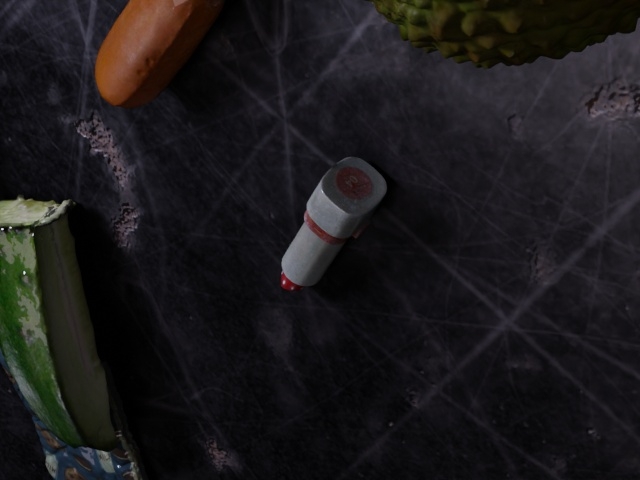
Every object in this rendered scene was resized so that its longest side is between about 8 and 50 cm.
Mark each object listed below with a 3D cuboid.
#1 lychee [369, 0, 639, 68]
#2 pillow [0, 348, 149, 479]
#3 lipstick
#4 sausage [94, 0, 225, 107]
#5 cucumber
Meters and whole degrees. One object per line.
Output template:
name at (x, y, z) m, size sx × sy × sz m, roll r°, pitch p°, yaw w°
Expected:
lychee at (0.138, -0.247, 0.797) m, size 0.320 × 0.270 × 0.270 m, roll -28°, pitch 101°, yaw 38°
pillow at (-0.303, 0.239, 1.663) m, size 0.189 × 0.034 × 0.255 m, roll 6°, pitch 125°, yaw 37°
lipstick at (0.001, 0.001, 1.236) m, size 0.057 × 0.063 × 0.186 m, roll 42°, pitch 143°, yaw 7°
sausage at (-0.145, -0.192, 1.196) m, size 0.076 × 0.076 × 0.197 m, roll 47°, pitch 135°, yaw -1°
cucumber at (-0.319, 0.110, 1.505) m, size 0.145 × 0.105 × 0.325 m, roll 7°, pitch 120°, yaw 32°
